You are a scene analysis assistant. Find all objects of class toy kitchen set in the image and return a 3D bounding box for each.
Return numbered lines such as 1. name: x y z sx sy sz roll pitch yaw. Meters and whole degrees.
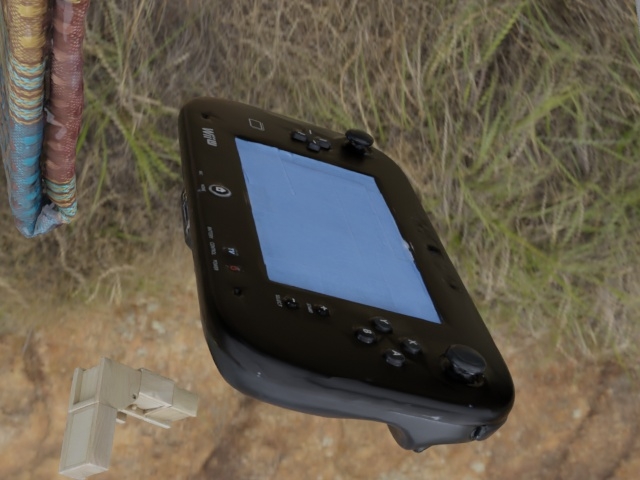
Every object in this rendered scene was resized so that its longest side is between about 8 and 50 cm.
1. toy kitchen set: -0.139 0.132 0.724 0.068 0.075 0.083 -23 141 37

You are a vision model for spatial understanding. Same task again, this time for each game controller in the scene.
1. game controller: 0.000 0.000 0.625 0.166 0.319 0.067 24 112 -22

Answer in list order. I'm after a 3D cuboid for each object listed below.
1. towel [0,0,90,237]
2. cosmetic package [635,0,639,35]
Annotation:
1. towel: -0.127 -0.222 0.414 0.040 0.370 0.271 -8 157 -18
2. cosmetic package: 0.404 -0.105 0.670 0.377 0.284 0.097 -4 167 3
